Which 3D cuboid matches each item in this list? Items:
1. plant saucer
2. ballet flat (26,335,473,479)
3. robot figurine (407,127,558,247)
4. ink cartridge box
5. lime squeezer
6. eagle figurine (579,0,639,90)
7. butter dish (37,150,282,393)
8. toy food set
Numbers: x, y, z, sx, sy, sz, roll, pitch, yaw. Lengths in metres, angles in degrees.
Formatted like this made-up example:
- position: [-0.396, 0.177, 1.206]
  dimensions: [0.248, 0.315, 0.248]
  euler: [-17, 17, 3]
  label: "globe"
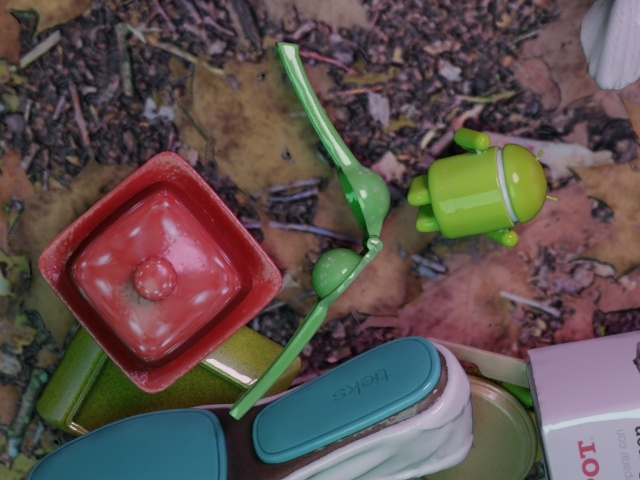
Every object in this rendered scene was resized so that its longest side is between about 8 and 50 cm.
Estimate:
- position: [-0.142, 0.138, 1.608]
  dimensions: [0.188, 0.045, 0.188]
  euler: [30, 115, -2]
  label: "plant saucer"
- position: [-0.053, 0.200, 1.536]
  dimensions: [0.400, 0.139, 0.139]
  euler: [-19, 107, 13]
  label: "ballet flat"
- position: [0.130, -0.040, 1.468]
  dimensions: [0.115, 0.067, 0.101]
  euler: [-13, 110, 16]
  label: "robot figurine"
- position: [0.336, 0.183, 1.463]
  dimensions: [0.306, 0.131, 0.226]
  euler: [-12, 112, 4]
  label: "ink cartridge box"
- position: [0.000, 0.000, 1.487]
  dimensions: [0.110, 0.059, 0.310]
  euler: [6, 94, -26]
  label: "lime squeezer"
- position: [0.240, -0.280, 1.288]
  dimensions: [0.226, 0.225, 0.298]
  euler: [-24, 117, 30]
  label: "eagle figurine"
- position: [-0.134, 0.029, 1.499]
  dimensions: [0.160, 0.118, 0.160]
  euler: [-40, 93, 0]
  label: "butter dish"
- position: [0.133, 0.167, 1.576]
  dimensions: [0.132, 0.038, 0.192]
  euler: [16, 120, 12]
  label: "toy food set"
